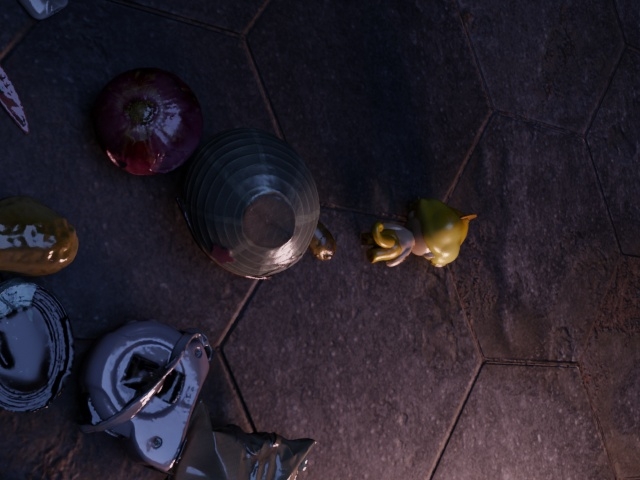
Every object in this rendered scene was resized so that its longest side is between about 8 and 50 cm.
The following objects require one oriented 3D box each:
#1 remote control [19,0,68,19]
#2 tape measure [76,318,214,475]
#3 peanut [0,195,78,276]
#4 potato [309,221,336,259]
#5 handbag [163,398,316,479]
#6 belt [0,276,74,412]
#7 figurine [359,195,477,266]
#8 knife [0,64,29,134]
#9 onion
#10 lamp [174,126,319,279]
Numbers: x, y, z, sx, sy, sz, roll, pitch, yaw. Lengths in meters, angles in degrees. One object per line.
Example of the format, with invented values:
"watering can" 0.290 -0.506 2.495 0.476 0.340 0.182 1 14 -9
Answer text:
"remote control" -0.479 -0.456 1.249 0.073 0.044 0.229 -44 110 -32
"tape measure" -0.285 0.228 1.286 0.197 0.120 0.236 28 65 -22
"peanut" -0.477 -0.012 1.181 0.237 0.110 0.120 13 100 -26
"potato" 0.000 0.000 1.545 0.051 0.040 0.083 -44 112 -34
"handbag" -0.138 0.382 1.374 0.271 0.117 0.182 22 86 -29
"belt" -0.451 0.154 1.200 0.151 0.078 0.198 -3 89 -30
"figurine" 0.204 -0.014 1.648 0.247 0.131 0.156 -17 81 -24
"knife" -0.512 -0.273 1.231 0.035 0.018 0.247 -41 112 -33
"onion" -0.280 -0.193 1.307 0.177 0.153 0.177 -1 93 -25
"lamp" -0.118 -0.062 1.363 0.265 0.233 0.233 52 61 -25
